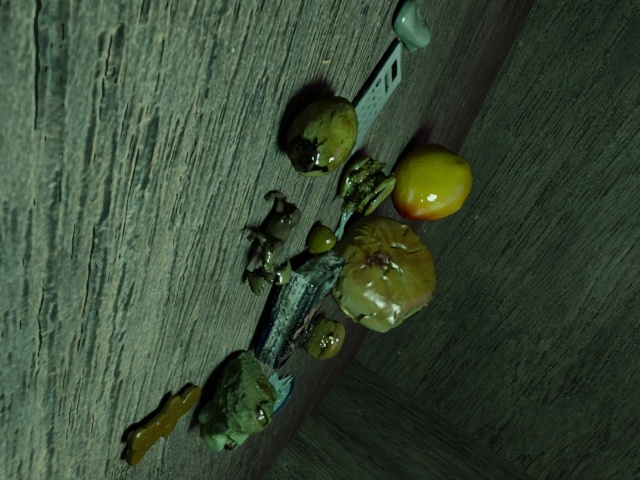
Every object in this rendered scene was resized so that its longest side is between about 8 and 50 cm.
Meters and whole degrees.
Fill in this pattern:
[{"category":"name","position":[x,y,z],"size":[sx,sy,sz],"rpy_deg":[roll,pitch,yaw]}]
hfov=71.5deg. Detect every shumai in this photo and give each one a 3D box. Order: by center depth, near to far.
[{"category":"shumai","position":[-0.235,0.437,1.187],"size":[0.218,0.189,0.256],"rpy_deg":[-42,179,2]}]

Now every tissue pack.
[{"category":"tissue pack","position":[-0.062,0.188,1.297],"size":[0.332,0.123,0.245],"rpy_deg":[-64,168,26]}]

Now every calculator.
[{"category":"calculator","position":[0.132,-0.352,1.105],"size":[0.261,0.021,0.161],"rpy_deg":[-57,163,-7]}]

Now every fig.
[{"category":"fig","position":[0.000,0.000,1.237],"size":[0.088,0.074,0.074],"rpy_deg":[-47,166,13]}]

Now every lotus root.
[{"category":"lotus root","position":[0.012,-0.208,0.847],"size":[0.138,0.139,0.214],"rpy_deg":[97,17,-52]}]

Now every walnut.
[{"category":"walnut","position":[0.012,0.403,1.810],"size":[0.184,0.156,0.155],"rpy_deg":[-61,163,3]}]

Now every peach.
[{"category":"peach","position":[0.405,-0.214,1.690],"size":[0.308,0.289,0.289],"rpy_deg":[-45,165,11]}]

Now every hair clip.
[{"category":"hair clip","position":[0.071,-0.053,1.423],"size":[0.039,0.030,0.115],"rpy_deg":[-69,180,-57]}]

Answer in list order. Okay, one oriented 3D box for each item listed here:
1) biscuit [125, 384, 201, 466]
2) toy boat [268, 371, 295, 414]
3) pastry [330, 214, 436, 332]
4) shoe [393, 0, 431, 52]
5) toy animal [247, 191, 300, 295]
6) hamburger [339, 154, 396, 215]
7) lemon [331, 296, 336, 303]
[{"category":"biscuit","position":[-0.343,0.393,0.981],"size":[0.205,0.031,0.138],"rpy_deg":[-38,153,-50]},{"category":"toy boat","position":[-0.174,0.604,1.766],"size":[0.220,0.067,0.291],"rpy_deg":[-49,157,-28]},{"category":"pastry","position":[0.201,0.112,1.530],"size":[0.409,0.409,0.245],"rpy_deg":[-50,-171,-29]},{"category":"shoe","position":[0.229,-0.496,1.048],"size":[0.079,0.078,0.195],"rpy_deg":[-62,167,10]},{"category":"toy animal","position":[-0.097,0.017,0.954],"size":[0.186,0.094,0.214],"rpy_deg":[80,34,-77]},{"category":"hamburger","position":[0.117,-0.146,1.241],"size":[0.185,0.131,0.159],"rpy_deg":[-50,170,-8]},{"category":"lemon","position":[0.129,0.169,1.718],"size":[0.207,0.170,0.170],"rpy_deg":[-46,159,-37]}]
